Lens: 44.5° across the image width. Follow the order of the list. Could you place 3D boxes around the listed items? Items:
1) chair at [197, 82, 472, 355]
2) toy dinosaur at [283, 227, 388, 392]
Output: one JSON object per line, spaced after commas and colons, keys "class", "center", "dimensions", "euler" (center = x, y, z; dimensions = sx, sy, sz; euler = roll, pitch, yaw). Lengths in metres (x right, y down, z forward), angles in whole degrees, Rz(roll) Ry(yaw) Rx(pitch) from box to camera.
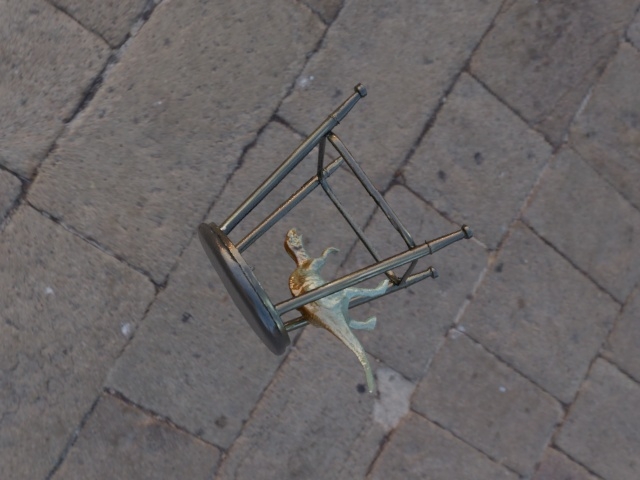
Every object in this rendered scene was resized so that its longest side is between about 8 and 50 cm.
{"class": "chair", "center": [0.000, 0.000, 1.562], "dimensions": [0.410, 0.364, 0.361], "euler": [-33, 79, -11]}
{"class": "toy dinosaur", "center": [0.041, 0.140, 1.536], "dimensions": [0.206, 0.092, 0.392], "euler": [8, 50, -23]}
